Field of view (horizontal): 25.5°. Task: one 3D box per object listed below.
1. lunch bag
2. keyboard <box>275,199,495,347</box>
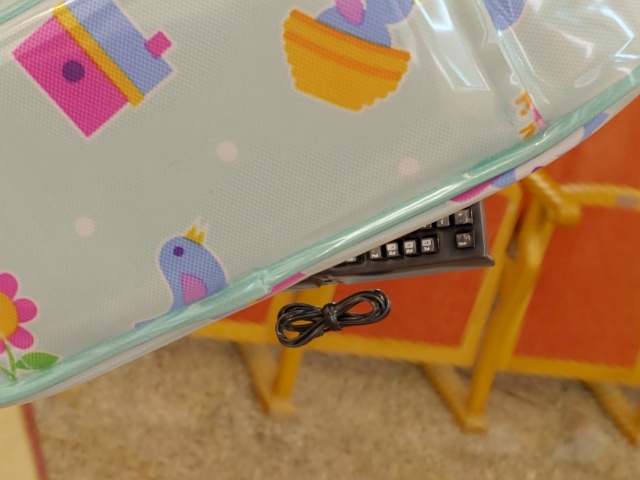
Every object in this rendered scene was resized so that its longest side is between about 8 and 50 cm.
[{"bbox_3d":[-0.030,-0.058,0.454,0.279,0.108,0.224,-25,14,12],"label":"lunch bag"},{"bbox_3d":[0.000,0.000,0.732,0.180,0.108,0.023,-8,-1,25],"label":"keyboard"}]
